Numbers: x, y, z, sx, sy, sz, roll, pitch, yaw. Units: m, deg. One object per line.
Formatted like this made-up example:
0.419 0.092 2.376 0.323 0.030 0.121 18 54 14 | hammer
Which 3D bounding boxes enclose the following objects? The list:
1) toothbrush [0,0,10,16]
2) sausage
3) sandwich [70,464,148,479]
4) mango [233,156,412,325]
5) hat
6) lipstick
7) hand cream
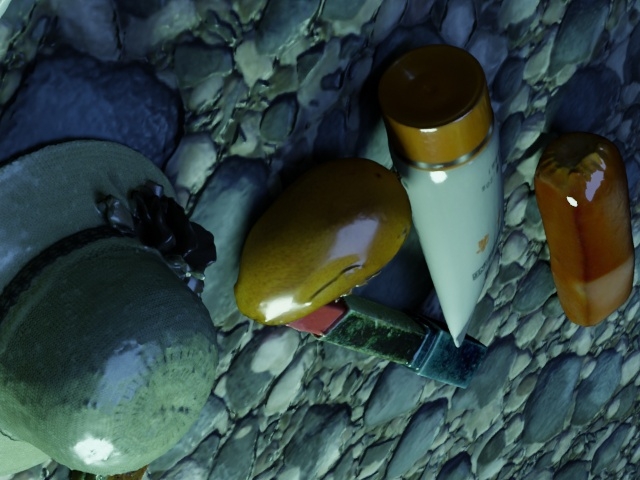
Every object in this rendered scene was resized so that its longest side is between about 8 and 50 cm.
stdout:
-0.145 -0.170 0.687 0.030 0.030 0.304 7 127 -54 | toothbrush
0.277 -0.009 1.378 0.089 0.083 0.300 -47 148 -17 | sausage
-0.157 0.175 1.012 0.069 0.026 0.101 7 110 -53 | sandwich
0.003 0.001 1.029 0.159 0.084 0.105 -46 139 -18 | mango
-0.142 0.076 0.859 0.257 0.130 0.257 -33 140 -34 | hat
0.055 0.080 1.192 0.312 0.051 0.051 23 99 -55 | lipstick
0.113 -0.032 1.146 0.314 0.089 0.140 67 39 -58 | hand cream
